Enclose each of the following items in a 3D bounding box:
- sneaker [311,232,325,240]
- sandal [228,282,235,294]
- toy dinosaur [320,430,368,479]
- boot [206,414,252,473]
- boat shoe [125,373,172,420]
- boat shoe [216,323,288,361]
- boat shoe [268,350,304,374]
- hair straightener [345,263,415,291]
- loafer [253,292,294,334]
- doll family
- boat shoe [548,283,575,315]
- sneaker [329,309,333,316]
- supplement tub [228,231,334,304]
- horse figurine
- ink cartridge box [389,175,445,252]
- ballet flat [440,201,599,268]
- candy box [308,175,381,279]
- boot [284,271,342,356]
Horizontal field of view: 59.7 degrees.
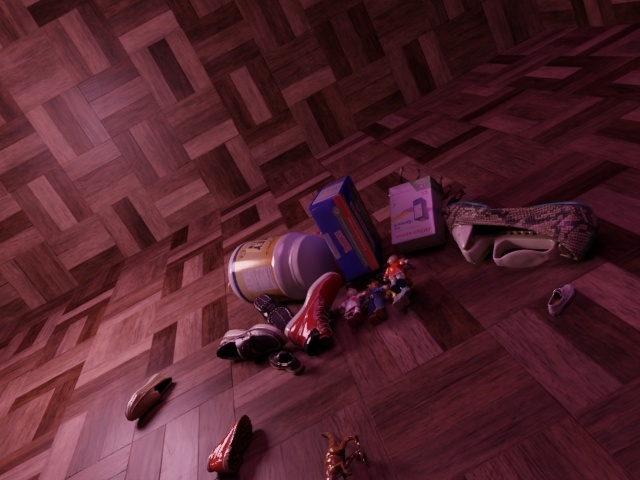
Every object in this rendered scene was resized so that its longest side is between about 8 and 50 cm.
[{"bbox_3d":[0.000,0.000,2.134,0.081,0.094,0.208,-22,21,19],"label":"sneaker"},{"bbox_3d":[-0.244,0.131,2.146,0.240,0.088,0.079,-31,15,-21],"label":"sandal"},{"bbox_3d":[0.034,0.440,1.154,0.112,0.064,0.211,-25,21,12],"label":"toy dinosaur"},{"bbox_3d":[-0.222,0.494,1.356,0.084,0.059,0.158,-22,23,28],"label":"boot"},{"bbox_3d":[-0.531,0.485,1.741,0.072,0.068,0.190,-4,30,23],"label":"boat shoe"},{"bbox_3d":[-0.211,0.319,1.681,0.285,0.103,0.092,-13,31,43],"label":"boat shoe"},{"bbox_3d":[-0.102,0.334,1.571,0.056,0.049,0.152,-42,25,-30],"label":"boat shoe"},{"bbox_3d":[0.184,0.118,1.731,0.230,0.047,0.089,-17,24,16],"label":"hair straightener"},{"bbox_3d":[-0.130,0.245,1.773,0.080,0.078,0.220,-39,40,-9],"label":"loafer"},{"bbox_3d":[0.177,0.153,1.593,0.263,0.118,0.163,-40,23,22],"label":"doll family"},{"bbox_3d":[0.546,0.126,1.270,0.100,0.035,0.035,-41,24,-27],"label":"boat shoe"},{"bbox_3d":[0.000,0.212,1.731,0.040,0.044,0.109,-34,24,-20],"label":"sneaker"},{"bbox_3d":[-0.133,0.095,1.901,0.316,0.228,0.228,-11,27,37],"label":"supplement tub"},{"bbox_3d":[0.356,-0.155,1.917,0.263,0.175,0.066,19,40,13],"label":"horse figurine"},{"bbox_3d":[0.312,-0.082,1.806,0.154,0.093,0.213,-15,63,32],"label":"ink cartridge box"},{"bbox_3d":[0.494,-0.013,1.516,0.482,0.164,0.182,4,59,51],"label":"ballet flat"},{"bbox_3d":[0.091,-0.051,1.842,0.122,0.268,0.317,-25,12,16],"label":"candy box"},{"bbox_3d":[0.014,0.212,1.606,0.244,0.088,0.176,-57,29,-8],"label":"boot"}]
